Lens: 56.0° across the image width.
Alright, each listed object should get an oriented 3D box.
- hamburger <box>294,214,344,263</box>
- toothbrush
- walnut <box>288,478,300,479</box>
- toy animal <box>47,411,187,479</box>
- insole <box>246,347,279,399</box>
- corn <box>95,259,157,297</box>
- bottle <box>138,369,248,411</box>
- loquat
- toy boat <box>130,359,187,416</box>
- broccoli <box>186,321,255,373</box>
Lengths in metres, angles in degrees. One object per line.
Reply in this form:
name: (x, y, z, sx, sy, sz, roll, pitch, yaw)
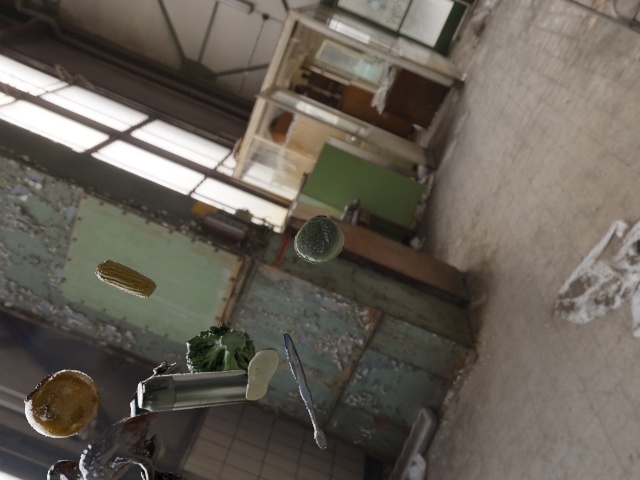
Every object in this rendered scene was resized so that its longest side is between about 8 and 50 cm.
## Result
hamburger: (0.000, 0.000, 1.690, 0.140, 0.133, 0.062, -58, -14, -4)
toothbrush: (-0.050, 0.486, 1.933, 0.042, 0.035, 0.413, -126, 18, -80)
walnut: (-0.048, 0.490, 1.091, 0.124, 0.105, 0.105, -1, -60, -52)
toy animal: (-0.411, 0.428, 1.150, 0.090, 0.324, 0.195, 48, -139, -62)
insole: (-0.131, 0.294, 1.314, 0.010, 0.063, 0.192, -102, 21, -45)
corn: (-0.301, 0.060, 0.934, 0.037, 0.092, 0.037, -63, 6, 11)
bottle: (-0.283, 0.340, 1.378, 0.096, 0.254, 0.079, 121, 142, -46)
loquat: (-0.524, 0.335, 1.232, 0.141, 0.141, 0.141, -158, 90, -88)
toy boat: (-0.427, 0.400, 1.571, 0.093, 0.103, 0.246, -24, 6, 12)
broccoli: (-0.341, 0.405, 2.128, 0.269, 0.261, 0.241, -32, -21, -37)
